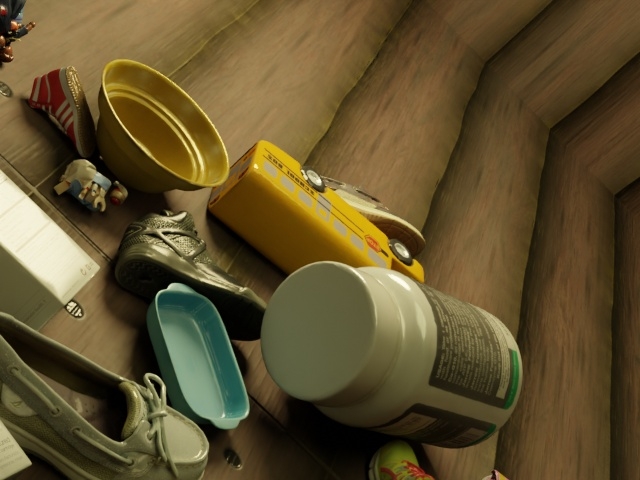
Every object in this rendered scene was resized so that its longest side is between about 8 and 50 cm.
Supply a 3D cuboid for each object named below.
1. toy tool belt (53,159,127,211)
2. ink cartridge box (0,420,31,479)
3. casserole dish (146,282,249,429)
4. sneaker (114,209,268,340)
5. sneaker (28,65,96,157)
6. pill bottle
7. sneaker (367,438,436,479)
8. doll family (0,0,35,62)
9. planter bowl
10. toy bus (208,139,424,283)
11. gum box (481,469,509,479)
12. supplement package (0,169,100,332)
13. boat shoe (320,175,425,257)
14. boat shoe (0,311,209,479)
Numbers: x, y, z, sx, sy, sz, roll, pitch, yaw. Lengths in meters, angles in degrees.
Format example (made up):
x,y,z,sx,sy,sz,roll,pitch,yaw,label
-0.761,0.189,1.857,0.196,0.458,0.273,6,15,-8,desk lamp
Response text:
x,y,z,sx,sy,sz,roll,pitch,yaw,label
-0.284,-0.057,1.636,0.083,0.052,0.051,36,58,-18,toy tool belt
-0.356,0.161,1.149,0.175,0.072,0.127,52,25,8,ink cartridge box
-0.147,0.140,1.546,0.114,0.037,0.188,10,51,-52,casserole dish
-0.150,0.036,1.657,0.227,0.087,0.130,29,37,-26,sneaker
-0.334,-0.161,1.716,0.042,0.067,0.118,-35,114,-68,sneaker
0.097,0.149,1.722,0.361,0.204,0.204,24,33,-52,pill bottle
0.120,0.320,1.672,0.081,0.094,0.208,34,26,-25,sneaker
-0.422,-0.274,1.655,0.076,0.111,0.193,24,19,40,doll family
-0.230,-0.130,1.766,0.217,0.090,0.217,37,27,-23,planter bowl
0.000,0.000,1.931,0.332,0.108,0.130,40,26,-18,toy bus
0.257,0.408,1.803,0.107,0.062,0.188,40,25,-17,gum box
-0.337,0.015,1.360,0.179,0.105,0.105,44,25,-7,supplement package
0.051,-0.042,2.092,0.285,0.103,0.092,19,42,-38,boat shoe
-0.229,0.164,1.316,0.320,0.103,0.118,32,29,-31,boat shoe
